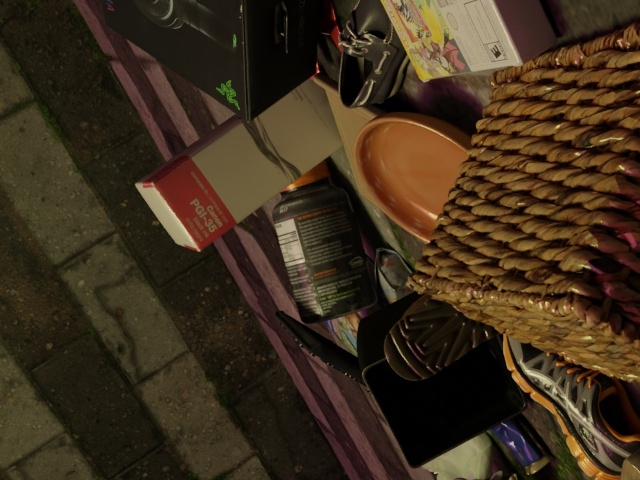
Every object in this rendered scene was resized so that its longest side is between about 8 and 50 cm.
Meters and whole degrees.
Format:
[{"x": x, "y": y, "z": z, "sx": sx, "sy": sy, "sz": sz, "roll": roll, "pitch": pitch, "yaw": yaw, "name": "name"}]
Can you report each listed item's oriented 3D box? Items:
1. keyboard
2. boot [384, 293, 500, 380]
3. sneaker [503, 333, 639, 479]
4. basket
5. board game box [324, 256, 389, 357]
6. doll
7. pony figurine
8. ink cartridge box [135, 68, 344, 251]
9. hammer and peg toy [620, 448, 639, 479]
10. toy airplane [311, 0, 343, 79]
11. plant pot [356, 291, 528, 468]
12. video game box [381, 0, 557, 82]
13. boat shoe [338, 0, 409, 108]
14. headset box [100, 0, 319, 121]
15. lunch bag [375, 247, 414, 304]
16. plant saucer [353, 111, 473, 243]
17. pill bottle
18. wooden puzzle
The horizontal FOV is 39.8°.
[{"x": 0.066, "y": 0.217, "z": 1.429, "sx": 0.201, "sy": 0.033, "sz": 0.317, "roll": 33, "pitch": 178, "yaw": 43, "name": "keyboard"}, {"x": 0.177, "y": 0.061, "z": 0.992, "sx": 0.089, "sy": 0.236, "sz": 0.269, "roll": 62, "pitch": -170, "yaw": 5, "name": "boot"}, {"x": 0.287, "y": 0.160, "z": 0.978, "sx": 0.215, "sy": 0.084, "sz": 0.083, "roll": 54, "pitch": 142, "yaw": 21, "name": "sneaker"}, {"x": 0.242, "y": -0.013, "z": 0.684, "sx": 0.213, "sy": 0.223, "sz": 0.299, "roll": 26, "pitch": 173, "yaw": -15, "name": "basket"}, {"x": 0.087, "y": 0.144, "z": 1.631, "sx": 0.318, "sy": 0.066, "sz": 0.319, "roll": 46, "pitch": 163, "yaw": 37, "name": "board game box"}, {"x": 0.264, "y": 0.264, "z": 1.328, "sx": 0.189, "sy": 0.046, "sz": 0.129, "roll": 53, "pitch": 165, "yaw": 14, "name": "doll"}, {"x": 0.249, "y": 0.467, "z": 1.462, "sx": 0.351, "sy": 0.303, "sz": 0.363, "roll": 6, "pitch": 136, "yaw": 43, "name": "pony figurine"}, {"x": -0.110, "y": -0.116, "z": 1.273, "sx": 0.117, "sy": 0.283, "sz": 0.207, "roll": 56, "pitch": 167, "yaw": -12, "name": "ink cartridge box"}, {"x": 0.393, "y": 0.330, "z": 0.854, "sx": 0.266, "sy": 0.127, "sz": 0.361, "roll": 47, "pitch": 163, "yaw": 37, "name": "hammer and peg toy"}, {"x": -0.013, "y": -0.274, "z": 1.112, "sx": 0.151, "sy": 0.028, "sz": 0.151, "roll": 53, "pitch": 161, "yaw": 27, "name": "toy airplane"}, {"x": 0.153, "y": 0.171, "z": 1.257, "sx": 0.188, "sy": 0.187, "sz": 0.167, "roll": 63, "pitch": 178, "yaw": -25, "name": "plant pot"}, {"x": 0.098, "y": -0.241, "z": 0.762, "sx": 0.205, "sy": 0.048, "sz": 0.187, "roll": 61, "pitch": 164, "yaw": -15, "name": "video game box"}, {"x": 0.054, "y": -0.208, "z": 0.948, "sx": 0.075, "sy": 0.065, "sz": 0.206, "roll": 55, "pitch": 165, "yaw": 20, "name": "boat shoe"}, {"x": -0.129, "y": -0.312, "z": 1.037, "sx": 0.283, "sy": 0.131, "sz": 0.246, "roll": 36, "pitch": 149, "yaw": 22, "name": "headset box"}, {"x": 0.112, "y": 0.060, "z": 1.386, "sx": 0.083, "sy": 0.053, "sz": 0.071, "roll": 59, "pitch": 168, "yaw": 34, "name": "lunch bag"}, {"x": 0.127, "y": -0.066, "z": 0.969, "sx": 0.200, "sy": 0.037, "sz": 0.200, "roll": 31, "pitch": 153, "yaw": 18, "name": "plant saucer"}, {"x": 0.000, "y": 0.000, "z": 1.416, "sx": 0.130, "sy": 0.130, "sz": 0.246, "roll": 166, "pitch": 88, "yaw": -76, "name": "pill bottle"}, {"x": 0.095, "y": -0.095, "z": 1.131, "sx": 0.221, "sy": 0.044, "sz": 0.239, "roll": 42, "pitch": 164, "yaw": 47, "name": "wooden puzzle"}]
